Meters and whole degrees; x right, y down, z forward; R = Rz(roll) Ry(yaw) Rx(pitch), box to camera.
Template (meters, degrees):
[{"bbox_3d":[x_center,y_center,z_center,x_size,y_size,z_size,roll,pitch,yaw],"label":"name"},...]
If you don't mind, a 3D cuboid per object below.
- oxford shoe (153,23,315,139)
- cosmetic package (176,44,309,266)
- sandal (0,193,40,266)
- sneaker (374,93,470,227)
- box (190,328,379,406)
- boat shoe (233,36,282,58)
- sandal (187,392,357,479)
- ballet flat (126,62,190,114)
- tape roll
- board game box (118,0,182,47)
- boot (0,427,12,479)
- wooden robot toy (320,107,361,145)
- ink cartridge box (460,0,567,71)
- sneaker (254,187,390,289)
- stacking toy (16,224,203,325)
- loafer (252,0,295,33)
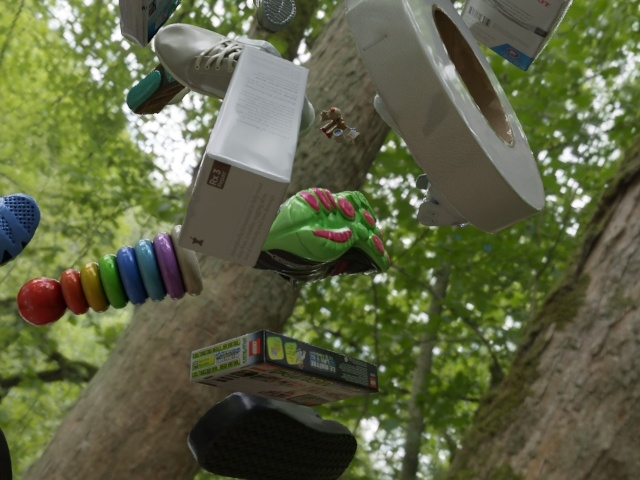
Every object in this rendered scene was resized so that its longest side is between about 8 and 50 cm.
[{"bbox_3d":[-0.195,-0.379,1.453,0.449,0.169,0.130,36,-19,21],"label":"oxford shoe"},{"bbox_3d":[-0.074,-0.094,0.684,0.085,0.231,0.117,17,-50,-12],"label":"cosmetic package"},{"bbox_3d":[-0.691,0.014,1.323,0.126,0.317,0.138,48,-35,-13],"label":"sandal"},{"bbox_3d":[0.221,-0.148,1.303,0.366,0.137,0.210,26,-48,-21],"label":"sneaker"},{"bbox_3d":[-0.036,0.155,0.773,0.114,0.036,0.207,-21,-31,33],"label":"box"},{"bbox_3d":[-0.235,-0.536,1.996,0.121,0.119,0.335,51,-13,-24],"label":"boat shoe"},{"bbox_3d":[-0.060,0.301,1.019,0.107,0.167,0.446,50,-4,35],"label":"sandal"},{"bbox_3d":[-0.393,-0.441,1.809,0.342,0.116,0.124,-32,-24,35],"label":"ballet flat"},{"bbox_3d":[0.169,-0.195,0.856,0.072,0.392,0.392,-27,-54,26],"label":"tape roll"},{"bbox_3d":[-0.232,-0.489,1.095,0.053,0.305,0.193,29,-26,-2],"label":"board game box"},{"bbox_3d":[-0.364,0.184,0.592,0.096,0.264,0.280,-3,31,-38],"label":"boot"},{"bbox_3d":[0.040,-0.330,1.838,0.173,0.076,0.079,52,-6,35],"label":"wooden robot toy"},{"bbox_3d":[0.481,-0.586,1.599,0.223,0.129,0.307,38,-11,10],"label":"ink cartridge box"},{"bbox_3d":[0.000,0.000,1.363,0.202,0.185,0.483,-22,-16,21],"label":"sneaker"},{"bbox_3d":[-0.393,0.077,1.229,0.141,0.330,0.141,164,-90,-77],"label":"stacking toy"},{"bbox_3d":[-0.118,-0.587,1.642,0.094,0.251,0.087,28,-45,-25],"label":"loafer"}]
